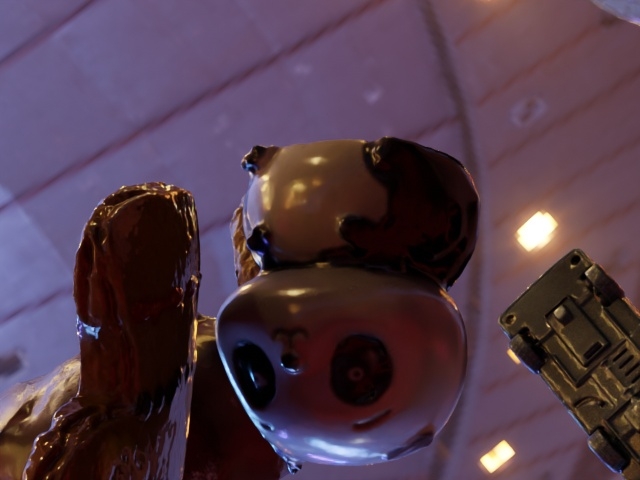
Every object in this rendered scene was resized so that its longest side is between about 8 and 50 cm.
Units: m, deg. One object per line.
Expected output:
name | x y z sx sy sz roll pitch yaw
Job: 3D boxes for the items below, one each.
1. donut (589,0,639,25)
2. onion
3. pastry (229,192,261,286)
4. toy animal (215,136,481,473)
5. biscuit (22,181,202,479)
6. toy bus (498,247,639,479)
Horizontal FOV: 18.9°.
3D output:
donut | 0.351 -0.377 1.933 0.198 0.449 0.449 -59 -28 -22
onion | -0.182 0.308 2.168 0.398 0.420 0.398 -24 8 4
pastry | 0.000 0.000 2.001 0.192 0.182 0.093 -17 -32 5
toy animal | 0.023 0.049 1.402 0.165 0.187 0.235 35 -121 -50
biscuit | -0.131 0.096 1.295 0.262 0.052 0.277 2 -87 -78
toy bus | 0.279 0.130 1.756 0.113 0.246 0.134 -43 -43 7
